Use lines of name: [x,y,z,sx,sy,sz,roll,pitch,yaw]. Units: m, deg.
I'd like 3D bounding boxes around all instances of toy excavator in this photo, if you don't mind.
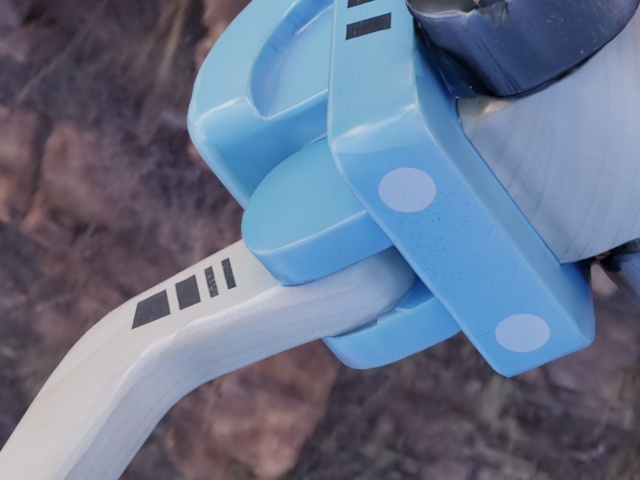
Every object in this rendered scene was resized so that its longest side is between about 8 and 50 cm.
toy excavator: [0.000,0.000,0.989,0.445,0.433,0.222,-26,125,24]
